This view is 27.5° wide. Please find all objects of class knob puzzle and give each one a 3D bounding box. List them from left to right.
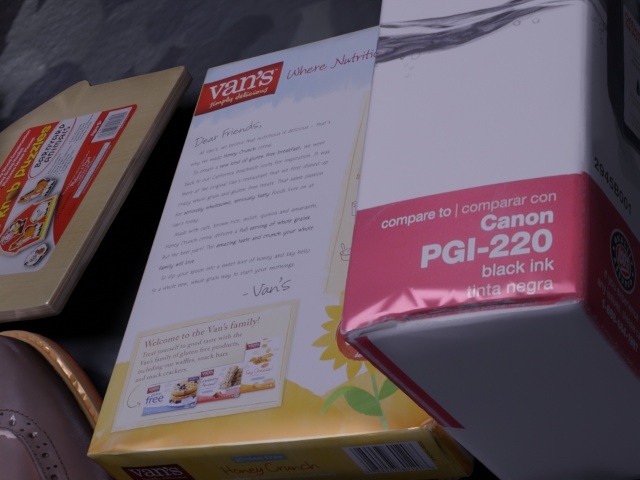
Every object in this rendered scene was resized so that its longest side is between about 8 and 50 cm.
[{"bbox_3d":[-0.172,-0.016,0.762,0.213,0.030,0.213,-25,38,21],"label":"knob puzzle"}]

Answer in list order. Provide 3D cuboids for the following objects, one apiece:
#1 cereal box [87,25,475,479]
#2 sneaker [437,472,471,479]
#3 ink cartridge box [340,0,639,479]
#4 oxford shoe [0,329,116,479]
[{"bbox_3d":[0.000,0.000,0.617,0.173,0.047,0.240,-9,49,29],"label":"cereal box"},{"bbox_3d":[0.051,0.134,0.530,0.037,0.032,0.083,16,65,14],"label":"sneaker"},{"bbox_3d":[0.092,-0.032,0.520,0.092,0.158,0.217,-12,55,28],"label":"ink cartridge box"},{"bbox_3d":[-0.149,0.175,0.553,0.130,0.133,0.363,-27,49,15],"label":"oxford shoe"}]
